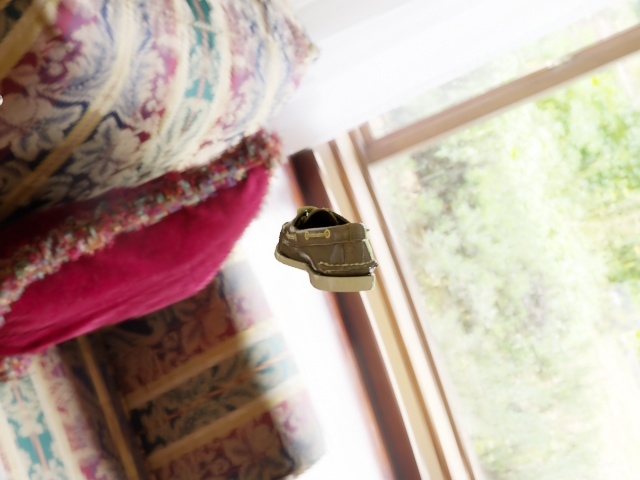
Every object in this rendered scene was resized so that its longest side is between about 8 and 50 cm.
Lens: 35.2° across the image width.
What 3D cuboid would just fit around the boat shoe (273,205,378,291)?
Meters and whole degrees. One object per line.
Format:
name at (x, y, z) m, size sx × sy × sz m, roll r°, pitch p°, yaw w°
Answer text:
boat shoe at (0.004, 0.000, 1.408) m, size 0.305 × 0.109 × 0.091 m, roll -148°, pitch -123°, yaw -72°

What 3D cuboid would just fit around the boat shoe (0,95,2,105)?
boat shoe at (-0.341, -0.022, 0.619) m, size 0.098 × 0.302 × 0.109 m, roll 50°, pitch -11°, yaw -19°
